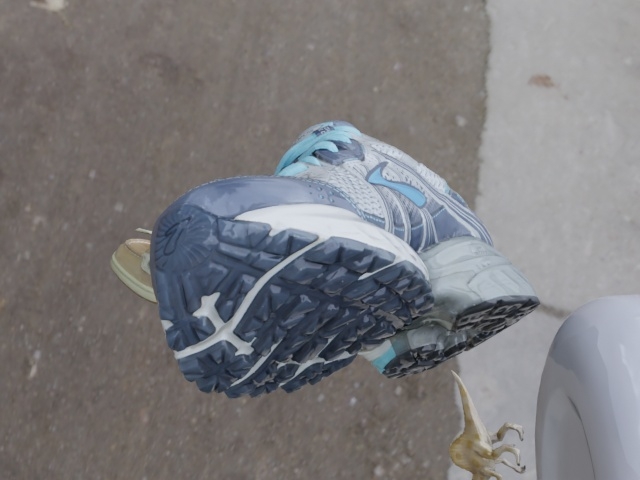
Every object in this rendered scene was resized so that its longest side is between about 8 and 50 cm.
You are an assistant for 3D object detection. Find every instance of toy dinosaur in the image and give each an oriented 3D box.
[{"bbox_3d":[0.203,0.254,1.424,0.092,0.183,0.053,-2,20,18],"label":"toy dinosaur"}]

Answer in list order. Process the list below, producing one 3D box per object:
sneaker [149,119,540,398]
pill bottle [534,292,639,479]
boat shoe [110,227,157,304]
[{"bbox_3d":[0.000,0.000,0.557,0.283,0.110,0.122,14,44,-61],"label":"sneaker"},{"bbox_3d":[0.267,0.107,0.500,0.322,0.181,0.182,-3,52,-1],"label":"pill bottle"},{"bbox_3d":[-0.141,0.040,1.403,0.285,0.089,0.104,20,18,32],"label":"boat shoe"}]
